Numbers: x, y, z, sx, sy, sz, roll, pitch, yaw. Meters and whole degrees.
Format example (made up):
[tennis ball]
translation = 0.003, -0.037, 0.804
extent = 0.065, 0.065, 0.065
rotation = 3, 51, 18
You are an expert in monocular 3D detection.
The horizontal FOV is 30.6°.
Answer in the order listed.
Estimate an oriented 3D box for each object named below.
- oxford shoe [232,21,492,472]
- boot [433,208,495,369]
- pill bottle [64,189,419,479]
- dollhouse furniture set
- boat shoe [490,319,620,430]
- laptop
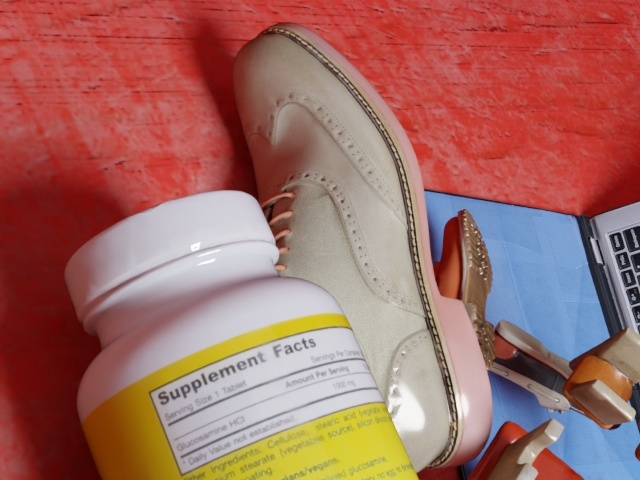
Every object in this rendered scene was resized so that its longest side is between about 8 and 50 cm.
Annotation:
[oxford shoe]
translation = 0.000, 0.000, 0.923
extent = 0.146, 0.140, 0.397
rotation = -11, 68, -35
[boot]
translation = 0.104, 0.044, 1.013
extent = 0.059, 0.084, 0.158
rotation = 48, 39, -44
[pill bottle]
translation = -0.043, 0.146, 0.752
extent = 0.188, 0.188, 0.334
rotation = -10, 69, -42
[dollhouse furniture set]
translation = 0.222, 0.247, 0.889
extent = 0.259, 0.135, 0.262
rotation = 40, 62, 0
[boat shoe]
translation = 0.198, 0.123, 1.002
extent = 0.137, 0.043, 0.049
rotation = 34, 17, 8
[laptop]
translation = 0.329, 0.093, 1.065
extent = 0.236, 0.407, 0.382
rotation = 42, 33, -60
